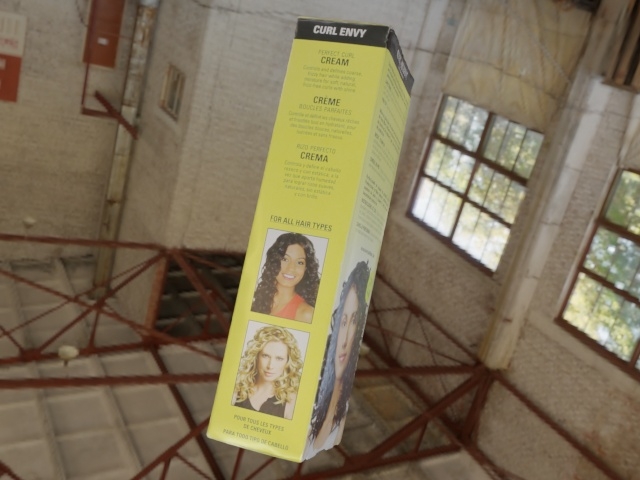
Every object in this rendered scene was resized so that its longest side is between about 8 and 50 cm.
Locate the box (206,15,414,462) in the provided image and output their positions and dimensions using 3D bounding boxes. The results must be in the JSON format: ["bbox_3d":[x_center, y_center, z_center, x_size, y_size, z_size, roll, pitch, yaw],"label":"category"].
[{"bbox_3d":[0.000,0.000,0.422,0.058,0.233,0.087,10,175,16],"label":"box"}]
